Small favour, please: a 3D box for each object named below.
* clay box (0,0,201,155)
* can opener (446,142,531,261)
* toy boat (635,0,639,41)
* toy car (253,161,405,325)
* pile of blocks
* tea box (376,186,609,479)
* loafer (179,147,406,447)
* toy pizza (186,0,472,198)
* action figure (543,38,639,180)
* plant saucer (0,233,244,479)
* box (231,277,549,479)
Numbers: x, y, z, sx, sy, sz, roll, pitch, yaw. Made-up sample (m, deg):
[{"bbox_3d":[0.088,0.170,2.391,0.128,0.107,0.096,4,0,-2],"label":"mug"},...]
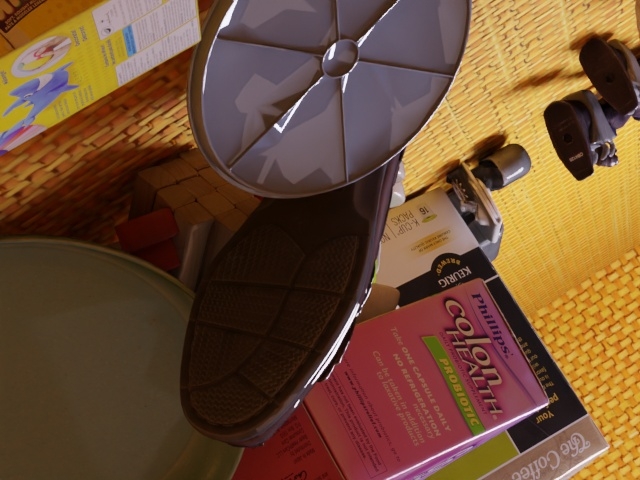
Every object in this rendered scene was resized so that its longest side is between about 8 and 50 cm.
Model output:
[{"bbox_3d":[-0.167,-0.085,0.954,0.222,0.053,0.127,-30,168,-9],"label":"clay box"},{"bbox_3d":[0.182,-0.035,2.045,0.095,0.076,0.283,-31,170,-2],"label":"can opener"},{"bbox_3d":[0.408,-0.207,1.615,0.148,0.267,0.318,-65,174,-53],"label":"toy boat"},{"bbox_3d":[0.000,0.000,1.597,0.136,0.159,0.182,2,169,3],"label":"toy car"},{"bbox_3d":[-0.155,0.078,1.427,0.112,0.149,0.362,-22,165,-40],"label":"pile of blocks"},{"bbox_3d":[0.043,0.175,1.929,0.329,0.324,0.220,-24,166,-32],"label":"tea box"},{"bbox_3d":[0.001,0.004,1.272,0.095,0.109,0.303,52,53,-57],"label":"loafer"},{"bbox_3d":[0.004,-0.116,1.164,0.201,0.032,0.201,-21,132,-25],"label":"toy pizza"},{"bbox_3d":[0.311,-0.138,1.908,0.185,0.099,0.285,-42,168,28],"label":"action figure"},{"bbox_3d":[-0.206,0.117,1.312,0.317,0.044,0.318,-6,126,-8],"label":"plant saucer"},{"bbox_3d":[0.013,0.151,1.503,0.243,0.117,0.213,-19,166,-47],"label":"box"}]
